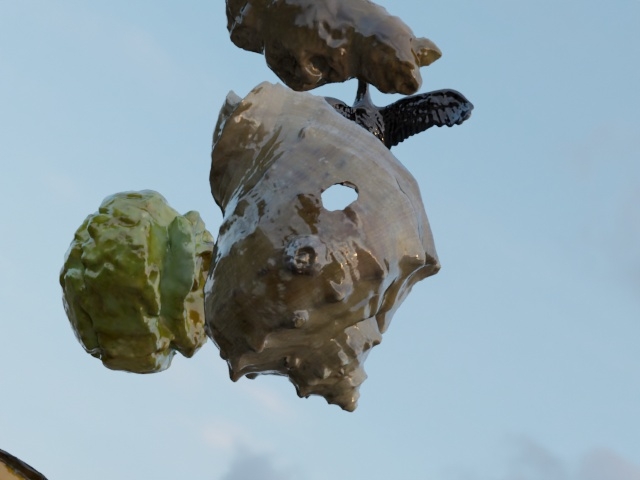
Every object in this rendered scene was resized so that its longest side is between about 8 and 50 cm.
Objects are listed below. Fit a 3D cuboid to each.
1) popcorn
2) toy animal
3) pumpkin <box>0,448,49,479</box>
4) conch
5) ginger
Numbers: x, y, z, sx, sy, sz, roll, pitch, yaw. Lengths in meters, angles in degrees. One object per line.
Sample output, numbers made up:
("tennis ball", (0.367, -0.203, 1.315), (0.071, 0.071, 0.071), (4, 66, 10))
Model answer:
("popcorn", (-0.210, 0.052, 1.780), (0.184, 0.204, 0.221), (7, -40, 15))
("toy animal", (0.052, -0.169, 2.161), (0.273, 0.197, 0.160), (-4, -47, -13))
("pumpkin", (-0.420, 0.388, 1.768), (0.256, 0.303, 0.225), (30, -66, -5))
("conch", (0.006, 0.003, 1.480), (0.186, 0.263, 0.324), (10, -65, 58))
("ginger", (-0.015, -0.238, 1.242), (0.080, 0.166, 0.333), (76, -9, -63))
